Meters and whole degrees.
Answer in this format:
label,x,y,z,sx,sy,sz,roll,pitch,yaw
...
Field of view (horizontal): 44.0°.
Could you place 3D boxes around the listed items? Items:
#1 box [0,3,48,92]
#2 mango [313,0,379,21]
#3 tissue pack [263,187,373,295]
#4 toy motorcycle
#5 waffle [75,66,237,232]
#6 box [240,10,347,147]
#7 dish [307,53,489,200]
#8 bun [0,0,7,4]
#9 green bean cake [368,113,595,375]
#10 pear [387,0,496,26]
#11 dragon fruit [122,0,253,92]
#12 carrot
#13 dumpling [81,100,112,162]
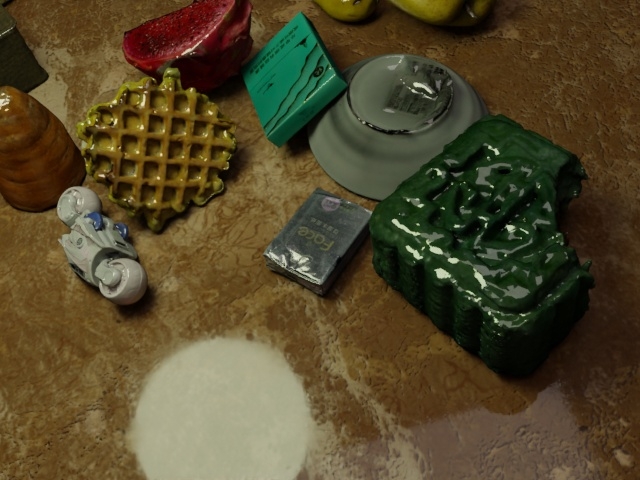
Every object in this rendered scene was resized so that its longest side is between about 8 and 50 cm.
label,x,y,z,sx,sy,sz,roll,pitch,yaw
box,-0.701,-0.333,1.524,0.273,0.143,0.184,-39,60,-16
mango,0.039,-0.480,1.541,0.161,0.076,0.103,31,73,35
tissue pack,0.000,0.000,1.238,0.112,0.051,0.156,26,64,23
toy motorcycle,-0.361,0.015,1.273,0.112,0.112,0.254,-31,56,-12
waffle,-0.258,-0.150,1.295,0.238,0.243,0.059,-45,26,-12
box,-0.053,-0.284,1.380,0.161,0.042,0.226,-41,42,18
dish,0.130,-0.218,1.320,0.317,0.106,0.316,-2,59,4
bun,-0.765,-0.605,1.714,0.244,0.153,0.243,-6,52,8
green bean cake,0.263,-0.009,1.131,0.308,0.169,0.300,-41,59,-19
pear,0.241,-0.472,1.450,0.267,0.267,0.178,-35,89,-14
dragon fruit,-0.237,-0.337,1.424,0.262,0.162,0.189,-12,26,20
carrot,-0.505,-0.166,1.336,0.159,0.225,0.159,-2,60,4
dumpling,-0.306,-0.204,1.389,0.252,0.131,0.179,-25,32,-18
